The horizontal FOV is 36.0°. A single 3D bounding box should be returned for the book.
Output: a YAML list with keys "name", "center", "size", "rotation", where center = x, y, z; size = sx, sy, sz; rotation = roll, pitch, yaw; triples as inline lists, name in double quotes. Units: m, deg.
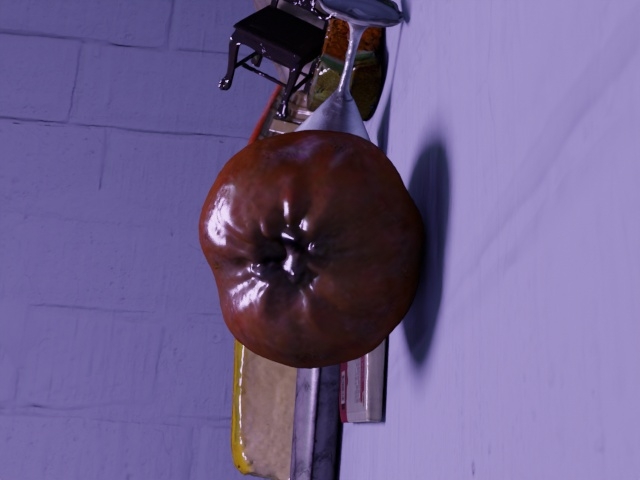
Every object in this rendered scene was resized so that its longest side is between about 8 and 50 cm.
- name: "book"
  center: [0.044, 0.116, 1.071]
  size: [0.232, 0.022, 0.162]
  rotation: [120, 152, -78]

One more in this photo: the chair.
- name: "chair"
  center: [-0.041, -0.293, 1.290]
  size: [0.113, 0.106, 0.229]
  rotation: [-49, -17, -53]

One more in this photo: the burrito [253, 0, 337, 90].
- name: "burrito"
  center: [-0.054, -0.363, 1.396]
  size: [0.143, 0.105, 0.299]
  rotation: [19, 134, 63]

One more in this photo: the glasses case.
- name: "glasses case"
  center: [-0.007, 0.260, 1.297]
  size: [0.114, 0.060, 0.299]
  rotation: [152, 122, -84]

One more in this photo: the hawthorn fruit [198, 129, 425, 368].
- name: "hawthorn fruit"
  center: [0.000, 0.000, 0.858]
  size: [0.251, 0.200, 0.199]
  rotation: [-35, -49, -79]

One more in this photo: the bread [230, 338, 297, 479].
- name: "bread"
  center: [-0.074, 0.225, 1.624]
  size: [0.333, 0.143, 0.323]
  rotation: [130, 143, -81]

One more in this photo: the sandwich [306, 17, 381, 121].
- name: "sandwich"
  center: [0.028, -0.218, 1.217]
  size: [0.235, 0.079, 0.159]
  rotation: [-103, 18, -74]

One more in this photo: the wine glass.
- name: "wine glass"
  center: [0.029, -0.167, 1.059]
  size: [0.122, 0.122, 0.182]
  rotation: [-94, 16, -59]

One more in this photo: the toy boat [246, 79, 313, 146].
- name: "toy boat"
  center: [-0.056, -0.118, 1.555]
  size: [0.079, 0.136, 0.392]
  rotation: [36, -107, -63]
